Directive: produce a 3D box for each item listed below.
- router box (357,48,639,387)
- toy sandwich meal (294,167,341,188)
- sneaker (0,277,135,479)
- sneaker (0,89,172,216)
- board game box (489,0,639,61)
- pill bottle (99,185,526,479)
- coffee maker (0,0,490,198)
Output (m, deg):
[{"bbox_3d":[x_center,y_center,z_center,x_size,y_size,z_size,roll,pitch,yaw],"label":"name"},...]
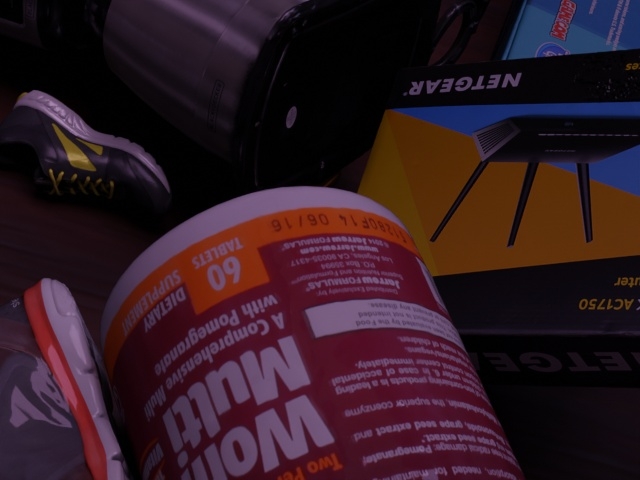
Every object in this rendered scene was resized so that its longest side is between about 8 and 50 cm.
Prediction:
[{"bbox_3d":[0.098,-0.010,0.696,0.178,0.046,0.133,-2,56,33],"label":"router box"},{"bbox_3d":[0.000,0.000,0.758,0.085,0.029,0.086,13,42,-12],"label":"toy sandwich meal"},{"bbox_3d":[-0.097,0.087,0.617,0.064,0.061,0.158,-19,50,-4],"label":"sneaker"},{"bbox_3d":[-0.101,-0.029,0.748,0.083,0.031,0.035,29,55,14],"label":"sneaker"},{"bbox_3d":[0.248,-0.048,0.884,0.336,0.079,0.254,24,40,1],"label":"board game box"},{"bbox_3d":[0.011,0.100,0.585,0.121,0.121,0.221,-3,51,-27],"label":"pill bottle"},{"bbox_3d":[-0.048,-0.108,0.785,0.178,0.120,0.171,33,16,24],"label":"coffee maker"}]
